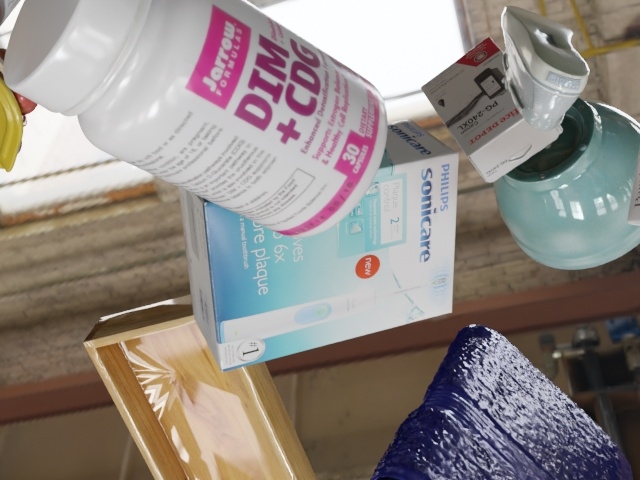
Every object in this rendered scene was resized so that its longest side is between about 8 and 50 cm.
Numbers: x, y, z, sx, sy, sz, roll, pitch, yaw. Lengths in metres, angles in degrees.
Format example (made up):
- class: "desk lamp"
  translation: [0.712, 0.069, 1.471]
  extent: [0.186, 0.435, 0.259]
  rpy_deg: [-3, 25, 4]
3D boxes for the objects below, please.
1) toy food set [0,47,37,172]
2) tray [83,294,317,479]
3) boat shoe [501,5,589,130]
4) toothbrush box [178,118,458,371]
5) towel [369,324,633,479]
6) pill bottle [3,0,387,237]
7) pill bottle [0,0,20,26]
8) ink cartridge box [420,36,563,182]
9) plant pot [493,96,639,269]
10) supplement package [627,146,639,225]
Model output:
- class: "toy food set"
  translation: [-0.405, -0.179, 1.151]
  extent: [0.128, 0.218, 0.071]
  rpy_deg: [43, -133, 3]
- class: "tray"
  translation: [-0.147, 0.272, 1.280]
  extent: [0.203, 0.410, 0.076]
  rpy_deg: [-15, -158, 16]
- class: "boat shoe"
  translation: [0.222, -0.184, 0.957]
  extent: [0.079, 0.081, 0.227]
  rpy_deg: [18, -150, -6]
- class: "toothbrush box"
  translation: [0.000, 0.000, 1.046]
  extent: [0.296, 0.216, 0.126]
  rpy_deg: [-12, -150, -20]
- class: "towel"
  translation: [0.161, 0.212, 0.768]
  extent: [0.076, 0.227, 0.308]
  rpy_deg: [-47, 176, 27]
- class: "pill bottle"
  translation: [-0.094, -0.121, 0.737]
  extent: [0.160, 0.283, 0.160]
  rpy_deg: [-28, -130, 39]
- class: "pill bottle"
  translation: [-0.214, -0.297, 0.564]
  extent: [0.210, 0.210, 0.363]
  rpy_deg: [10, -119, 35]
- class: "ink cartridge box"
  translation: [0.206, -0.160, 1.106]
  extent: [0.109, 0.063, 0.150]
  rpy_deg: [-36, -134, 11]
- class: "plant pot"
  translation: [0.411, -0.123, 1.521]
  extent: [0.293, 0.196, 0.293]
  rpy_deg: [-20, -128, 28]
- class: "supplement package"
  translation: [0.326, -0.119, 0.536]
  extent: [0.204, 0.261, 0.145]
  rpy_deg: [11, 177, -5]
